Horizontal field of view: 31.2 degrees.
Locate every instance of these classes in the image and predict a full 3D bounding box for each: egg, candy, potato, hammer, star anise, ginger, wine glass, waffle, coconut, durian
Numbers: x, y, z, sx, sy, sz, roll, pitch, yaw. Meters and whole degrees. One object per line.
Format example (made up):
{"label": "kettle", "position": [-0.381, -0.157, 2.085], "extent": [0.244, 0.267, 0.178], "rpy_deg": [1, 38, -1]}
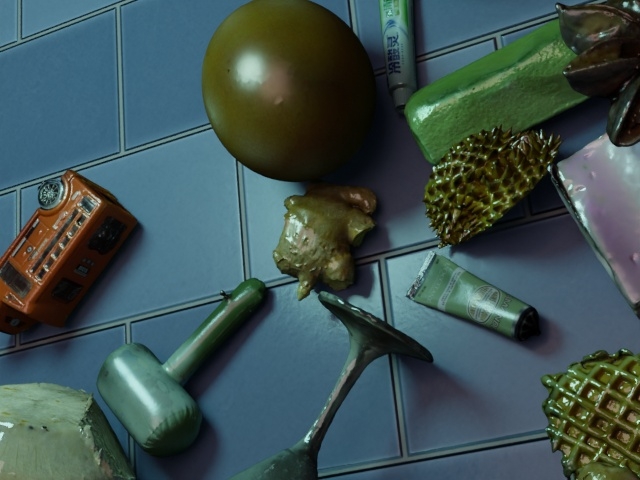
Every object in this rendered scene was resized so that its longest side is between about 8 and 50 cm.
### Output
{"label": "egg", "position": [-0.054, -0.252, 1.884], "extent": [0.282, 0.282, 0.351], "rpy_deg": [-40, 40, 10]}
{"label": "candy", "position": [0.456, -0.028, 1.641], "extent": [0.155, 0.116, 0.265], "rpy_deg": [-32, 61, 11]}
{"label": "potato", "position": [0.392, 0.381, 1.537], "extent": [0.107, 0.080, 0.170], "rpy_deg": [-3, 94, 24]}
{"label": "candy", "position": [0.298, -0.237, 1.796], "extent": [0.343, 0.142, 0.132], "rpy_deg": [-25, 99, 17]}
{"label": "hammer", "position": [-0.215, 0.189, 1.928], "extent": [0.335, 0.119, 0.206], "rpy_deg": [-47, 60, -2]}
{"label": "star anise", "position": [0.472, -0.237, 1.628], "extent": [0.108, 0.315, 0.315], "rpy_deg": [-47, 51, 46]}
{"label": "ginger", "position": [0.000, 0.000, 1.878], "extent": [0.157, 0.102, 0.216], "rpy_deg": [19, 76, 4]}
{"label": "wine glass", "position": [-0.011, 0.299, 1.702], "extent": [0.267, 0.267, 0.406], "rpy_deg": [27, 83, 32]}
{"label": "waffle", "position": [0.415, 0.256, 1.603], "extent": [0.208, 0.054, 0.214], "rpy_deg": [-19, 68, 24]}
{"label": "coconut", "position": [-0.466, 0.425, 1.844], "extent": [0.346, 0.346, 0.360], "rpy_deg": [14, 100, 30]}
{"label": "durian", "position": [0.254, -0.089, 1.752], "extent": [0.144, 0.139, 0.252], "rpy_deg": [41, 94, 19]}

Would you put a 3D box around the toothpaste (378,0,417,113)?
{"label": "toothpaste", "position": [0.134, -0.353, 1.964], "extent": [0.075, 0.048, 0.297], "rpy_deg": [-15, 63, 26]}

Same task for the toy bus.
{"label": "toy bus", "position": [-0.490, 0.044, 2.092], "extent": [0.153, 0.143, 0.329], "rpy_deg": [38, 91, 32]}

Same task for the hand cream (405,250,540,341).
{"label": "hand cream", "position": [0.235, 0.092, 1.757], "extent": [0.235, 0.055, 0.086], "rpy_deg": [27, 84, 39]}
